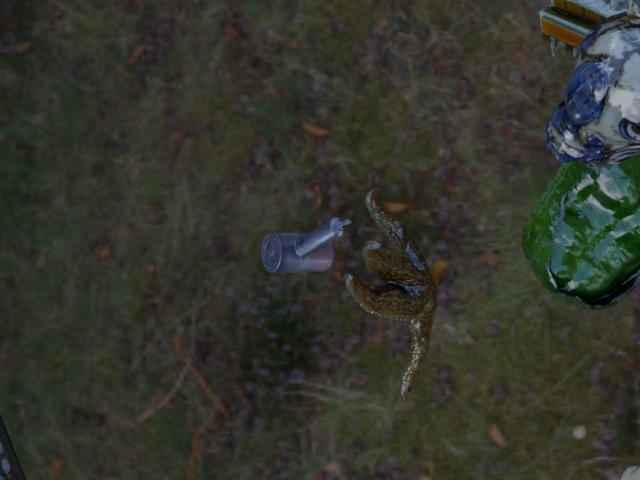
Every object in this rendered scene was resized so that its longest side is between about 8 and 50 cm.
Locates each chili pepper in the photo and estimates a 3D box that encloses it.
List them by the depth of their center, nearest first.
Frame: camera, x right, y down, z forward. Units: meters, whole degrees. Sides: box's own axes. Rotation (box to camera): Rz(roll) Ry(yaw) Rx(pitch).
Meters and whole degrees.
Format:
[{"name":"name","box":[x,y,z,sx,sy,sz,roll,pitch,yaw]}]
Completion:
[{"name":"chili pepper","box":[0.413,-0.080,1.540,0.385,0.213,0.167,-52,20,13]}]

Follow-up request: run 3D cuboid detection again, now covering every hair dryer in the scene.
[{"name":"hair dryer","box":[0.000,0.000,1.078,0.114,0.063,0.037,-30,64,54]}]

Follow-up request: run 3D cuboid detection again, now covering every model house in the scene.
[{"name":"model house","box":[0.412,-0.353,1.590,0.224,0.198,0.215,41,149,49]}]

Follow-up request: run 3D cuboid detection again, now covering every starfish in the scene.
[{"name":"starfish","box":[0.054,0.037,0.734,0.041,0.133,0.130,-9,109,17]}]

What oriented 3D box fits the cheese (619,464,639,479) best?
[{"name":"cheese","box":[0.408,0.394,1.206,0.292,0.153,0.332,177,95,-70]}]

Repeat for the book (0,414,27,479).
[{"name":"book","box":[-0.161,0.145,0.548,0.160,0.024,0.228,-9,102,51]}]

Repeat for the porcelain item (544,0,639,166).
[{"name":"porcelain item","box":[0.350,-0.152,1.095,0.138,0.288,0.186,62,159,20]}]
